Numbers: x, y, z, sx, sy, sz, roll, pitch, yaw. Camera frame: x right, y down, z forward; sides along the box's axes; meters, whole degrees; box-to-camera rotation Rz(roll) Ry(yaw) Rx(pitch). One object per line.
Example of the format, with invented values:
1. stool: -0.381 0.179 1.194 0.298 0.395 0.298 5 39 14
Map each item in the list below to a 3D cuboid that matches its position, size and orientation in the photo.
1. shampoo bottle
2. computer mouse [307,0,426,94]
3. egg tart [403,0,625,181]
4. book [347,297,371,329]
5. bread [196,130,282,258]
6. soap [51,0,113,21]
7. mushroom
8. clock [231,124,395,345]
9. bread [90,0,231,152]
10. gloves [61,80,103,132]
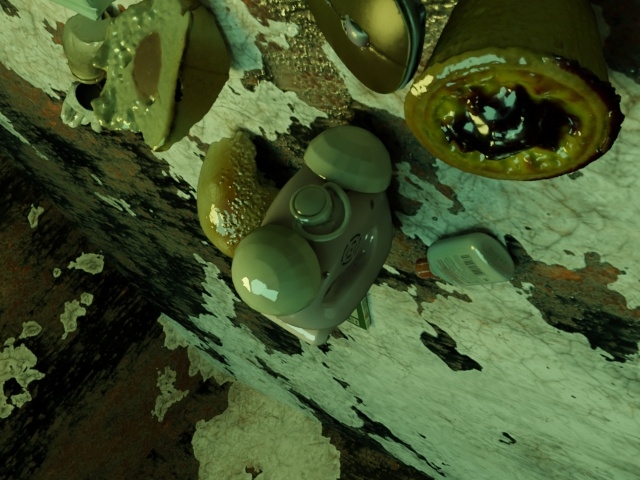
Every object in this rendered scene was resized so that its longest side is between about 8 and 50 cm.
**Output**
1. shampoo bottle: 0.245 0.040 1.256 0.108 0.051 0.221 43 157 -15
2. computer mouse: 0.019 -0.296 0.731 0.158 0.072 0.310 98 153 -66
3. egg tart: 0.199 -0.166 0.723 0.215 0.170 0.215 11 156 5
4. book: 0.028 0.119 1.760 0.202 0.027 0.264 28 156 24
5. bread: -0.149 -0.059 1.463 0.171 0.192 0.314 19 151 40
6. soap: -0.474 -0.499 1.239 0.261 0.094 0.150 27 160 20
7. mushroom: -0.467 -0.398 1.412 0.247 0.108 0.096 -20 79 62
8. clock: 0.000 0.000 1.187 0.184 0.342 0.326 23 161 18
9. bread: -0.277 -0.306 1.169 0.184 0.224 0.211 21 145 23
10. gloves: -0.568 -0.323 1.701 0.119 0.097 0.229 48 151 -13
